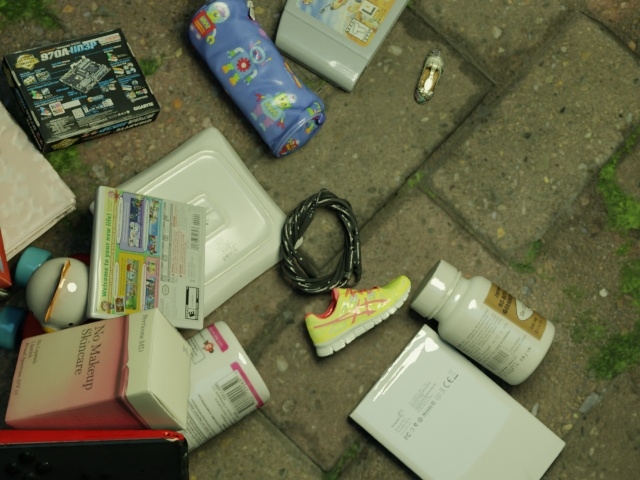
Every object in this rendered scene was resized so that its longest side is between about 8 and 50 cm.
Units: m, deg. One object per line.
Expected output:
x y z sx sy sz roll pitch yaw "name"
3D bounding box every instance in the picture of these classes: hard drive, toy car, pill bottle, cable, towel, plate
0.237 0.329 1.462 0.319 0.040 0.210 41 79 3 "hard drive"
-0.414 0.110 1.344 0.219 0.238 0.210 19 79 -1 "toy car"
-0.238 0.269 1.370 0.283 0.160 0.160 -32 84 -10 "pill bottle"
0.000 0.000 1.487 0.151 0.047 0.184 -3 89 -17 "cable"
-0.629 -0.086 1.436 0.317 0.053 0.332 -37 75 -10 "towel"
0.276 0.136 1.455 0.229 0.131 0.131 34 79 2 "pill bottle"
-0.209 -0.034 1.461 0.277 0.045 0.278 -37 86 -22 "plate"

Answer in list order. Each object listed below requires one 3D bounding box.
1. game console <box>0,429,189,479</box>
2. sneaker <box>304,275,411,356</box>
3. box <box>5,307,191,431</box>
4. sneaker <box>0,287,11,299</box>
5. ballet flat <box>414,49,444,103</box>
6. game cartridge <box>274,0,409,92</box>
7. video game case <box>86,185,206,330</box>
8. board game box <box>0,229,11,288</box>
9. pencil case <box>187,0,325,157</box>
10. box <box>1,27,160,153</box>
-0.370 0.440 1.268 0.342 0.060 0.386 2 120 -4 "game console"
0.064 0.112 1.461 0.208 0.081 0.094 -33 91 -10 "sneaker"
-0.325 0.213 1.252 0.232 0.127 0.148 -14 48 12 "box"
-0.584 0.098 1.437 0.109 0.040 0.043 2 96 -1 "sneaker"
0.209 -0.312 1.578 0.041 0.041 0.114 20 78 -1 "ballet flat"
0.049 -0.448 1.583 0.198 0.062 0.297 32 79 -3 "game cartridge"
-0.275 0.031 1.350 0.193 0.023 0.212 11 70 -36 "video game case"
-0.657 -0.045 1.363 0.242 0.064 0.316 -16 74 -4 "board game box"
-0.112 -0.300 1.505 0.133 0.119 0.306 -37 86 12 "pencil case"
-0.416 -0.265 1.471 0.220 0.051 0.175 -24 82 -30 "box"
